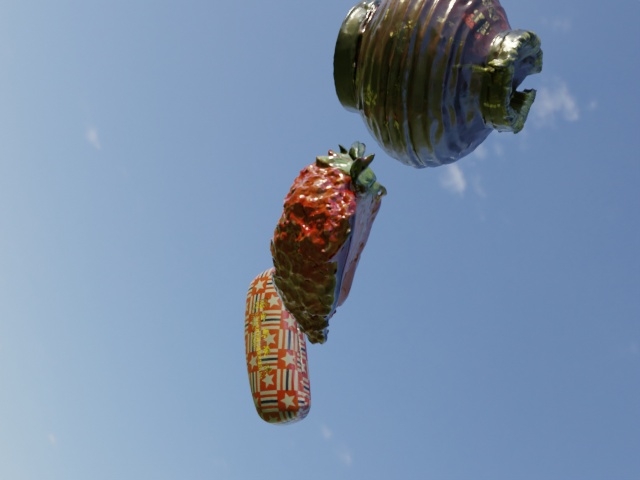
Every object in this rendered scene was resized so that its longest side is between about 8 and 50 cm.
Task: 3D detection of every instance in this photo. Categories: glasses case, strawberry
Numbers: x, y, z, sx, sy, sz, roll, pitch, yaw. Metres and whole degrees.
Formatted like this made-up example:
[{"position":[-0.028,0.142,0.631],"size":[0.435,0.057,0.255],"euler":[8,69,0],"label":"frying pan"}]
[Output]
[{"position":[-0.056,0.123,1.132],"size":[0.073,0.049,0.194],"euler":[-23,-122,26],"label":"glasses case"},{"position":[0.001,-0.003,0.888],"size":[0.085,0.140,0.192],"euler":[19,-35,8],"label":"strawberry"}]

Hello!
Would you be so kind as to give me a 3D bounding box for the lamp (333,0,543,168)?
[{"position":[0.143,-0.203,1.139],"size":[0.247,0.247,0.247],"euler":[38,-43,46],"label":"lamp"}]
